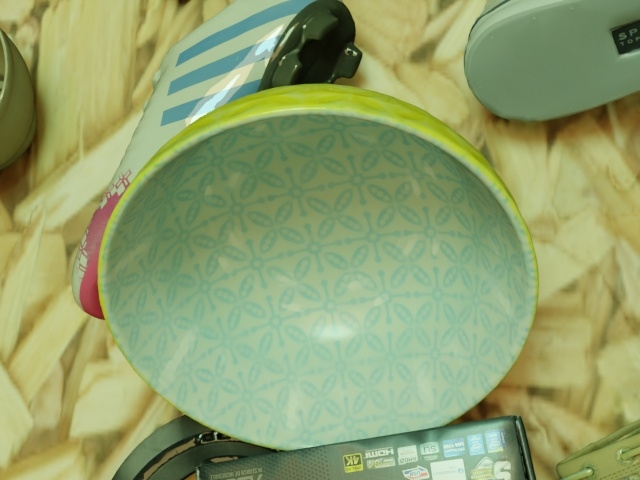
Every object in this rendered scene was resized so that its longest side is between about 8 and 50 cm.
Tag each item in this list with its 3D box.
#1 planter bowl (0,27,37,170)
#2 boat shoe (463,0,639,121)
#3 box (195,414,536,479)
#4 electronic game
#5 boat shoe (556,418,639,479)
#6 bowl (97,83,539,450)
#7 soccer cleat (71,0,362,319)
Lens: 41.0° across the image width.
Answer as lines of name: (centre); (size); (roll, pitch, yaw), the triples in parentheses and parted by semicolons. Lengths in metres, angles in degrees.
planter bowl: (-0.324, -0.121, 0.768); (0.162, 0.109, 0.162); (-3, 77, 12)
boat shoe: (0.292, -0.194, 0.632); (0.367, 0.135, 0.156); (-13, 37, 27)
box: (0.039, 0.227, 0.579); (0.233, 0.059, 0.183); (-11, 73, 12)
electronic game: (-0.068, 0.242, 0.656); (0.229, 0.048, 0.229); (-2, 74, 8)
boat shoe: (0.294, 0.105, 0.579); (0.285, 0.104, 0.089); (-40, 75, 2)
bowl: (0.000, 0.000, 0.626); (0.290, 0.289, 0.156); (-11, 33, 10)
soccer cleat: (-0.104, -0.085, 0.722); (0.143, 0.116, 0.331); (35, 84, 34)
